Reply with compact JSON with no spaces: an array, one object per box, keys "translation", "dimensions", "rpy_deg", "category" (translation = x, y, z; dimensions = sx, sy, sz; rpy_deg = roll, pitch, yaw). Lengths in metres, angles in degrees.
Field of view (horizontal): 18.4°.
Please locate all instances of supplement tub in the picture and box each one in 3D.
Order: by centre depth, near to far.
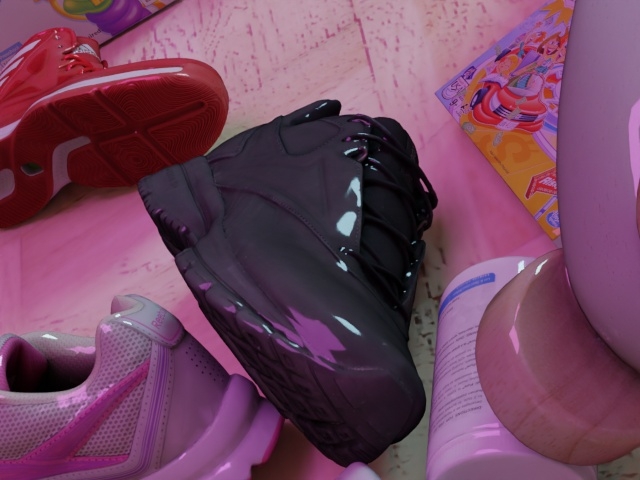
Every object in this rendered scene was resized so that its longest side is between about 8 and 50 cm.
[{"translation":[0.081,0.066,0.823],"dimensions":[0.071,0.071,0.107],"rpy_deg":[-20,41,29],"category":"supplement tub"}]

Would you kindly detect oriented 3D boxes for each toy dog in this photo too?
[{"translation":[0.172,-0.067,0.770],"dimensions":[0.220,0.161,0.334],"rpy_deg":[171,114,-68],"category":"toy dog"}]

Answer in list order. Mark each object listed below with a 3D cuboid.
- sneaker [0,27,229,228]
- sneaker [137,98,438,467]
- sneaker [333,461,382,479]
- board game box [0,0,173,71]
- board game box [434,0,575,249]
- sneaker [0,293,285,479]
[{"translation":[-0.139,-0.096,1.193],"dimensions":[0.221,0.087,0.128],"rpy_deg":[-14,45,32],"category":"sneaker"},{"translation":[0.000,0.000,0.927],"dimensions":[0.130,0.109,0.286],"rpy_deg":[-35,29,0],"category":"sneaker"},{"translation":[0.017,0.182,0.752],"dimensions":[0.121,0.079,0.217],"rpy_deg":[-39,37,2],"category":"sneaker"},{"translation":[-0.188,-0.261,1.362],"dimensions":[0.144,0.142,0.275],"rpy_deg":[-27,38,20],"category":"board game box"},{"translation":[0.127,-0.062,0.950],"dimensions":[0.103,0.026,0.154],"rpy_deg":[-39,35,5],"category":"board game box"},{"translation":[-0.146,0.103,0.946],"dimensions":[0.252,0.111,0.103],"rpy_deg":[-29,14,13],"category":"sneaker"}]
